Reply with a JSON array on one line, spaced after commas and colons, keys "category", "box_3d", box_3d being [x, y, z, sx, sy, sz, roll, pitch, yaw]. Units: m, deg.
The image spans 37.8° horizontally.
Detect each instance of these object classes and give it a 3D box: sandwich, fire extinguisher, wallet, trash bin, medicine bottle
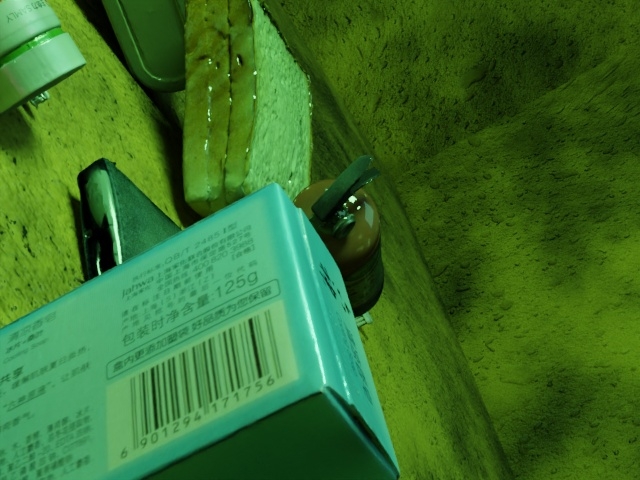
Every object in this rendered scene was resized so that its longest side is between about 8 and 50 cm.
[{"category": "sandwich", "box_3d": [-0.086, -0.137, 1.176, 0.301, 0.099, 0.271, 41, 52, -74]}, {"category": "fire extinguisher", "box_3d": [0.005, 0.031, 1.176, 0.113, 0.200, 0.376, 30, -14, 13]}, {"category": "wallet", "box_3d": [-0.105, 0.080, 0.907, 0.379, 0.046, 0.191, 46, 20, -56]}, {"category": "trash bin", "box_3d": [-0.216, -0.346, 1.201, 0.247, 0.121, 0.243, -102, 176, -52]}, {"category": "medicine bottle", "box_3d": [-0.272, -0.198, 0.741, 0.183, 0.086, 0.086, 58, 11, -14]}]

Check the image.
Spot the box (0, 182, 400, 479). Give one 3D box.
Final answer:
[{"category": "box", "box_3d": [-0.092, 0.087, 0.454, 0.083, 0.232, 0.143, 53, 13, -39]}]

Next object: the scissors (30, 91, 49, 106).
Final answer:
[{"category": "scissors", "box_3d": [-0.290, -0.195, 0.814, 0.176, 0.022, 0.085, 58, 10, -4]}]

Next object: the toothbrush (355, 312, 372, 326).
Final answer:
[{"category": "toothbrush", "box_3d": [0.002, -0.001, 1.651, 0.342, 0.030, 0.025, 63, 10, 7]}]
